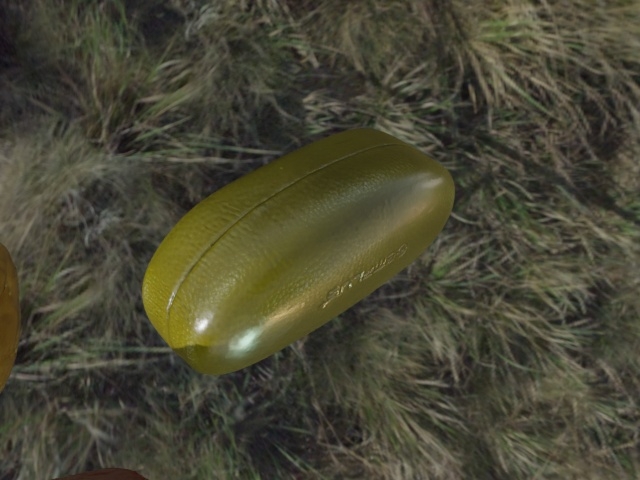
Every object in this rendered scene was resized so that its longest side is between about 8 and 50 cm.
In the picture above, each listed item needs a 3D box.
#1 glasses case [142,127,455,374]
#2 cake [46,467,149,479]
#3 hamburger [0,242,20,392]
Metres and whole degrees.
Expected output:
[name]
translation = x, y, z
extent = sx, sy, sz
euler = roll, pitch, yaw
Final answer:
[glasses case]
translation = 0.000, 0.000, 0.733
extent = 0.371, 0.141, 0.173
euler = -30, 141, -31
[cake]
translation = -0.239, 0.294, 0.549
extent = 0.282, 0.151, 0.177
euler = -5, 83, -24
[hamburger]
translation = -0.457, 0.115, 0.769
extent = 0.158, 0.318, 0.319
euler = 9, 93, 7
